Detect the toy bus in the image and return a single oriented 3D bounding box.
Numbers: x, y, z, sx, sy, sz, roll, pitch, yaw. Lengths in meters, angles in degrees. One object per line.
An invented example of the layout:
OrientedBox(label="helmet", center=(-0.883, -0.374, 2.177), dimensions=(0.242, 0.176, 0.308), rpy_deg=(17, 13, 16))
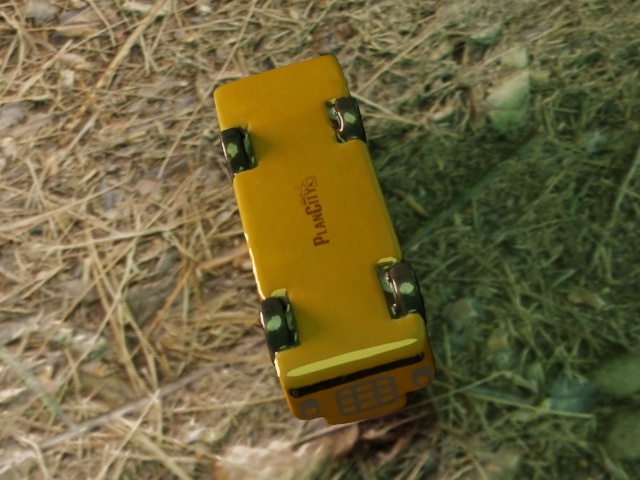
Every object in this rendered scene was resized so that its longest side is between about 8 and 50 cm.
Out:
OrientedBox(label="toy bus", center=(0.000, 0.000, 1.164), dimensions=(0.108, 0.130, 0.333), rpy_deg=(-15, 46, -1))
